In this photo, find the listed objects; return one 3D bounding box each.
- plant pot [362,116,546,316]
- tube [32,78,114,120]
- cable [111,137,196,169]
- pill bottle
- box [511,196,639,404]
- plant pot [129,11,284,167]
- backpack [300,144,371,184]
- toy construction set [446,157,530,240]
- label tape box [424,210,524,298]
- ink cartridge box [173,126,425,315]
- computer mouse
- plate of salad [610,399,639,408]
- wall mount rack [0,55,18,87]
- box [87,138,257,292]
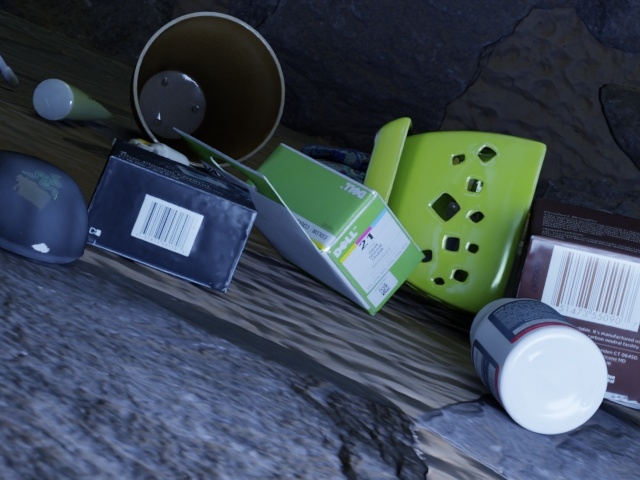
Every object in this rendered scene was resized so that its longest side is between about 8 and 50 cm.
[{"bbox_3d":[0.152,-0.032,1.809,0.207,0.228,0.227,15,-2,5],"label":"plant pot"},{"bbox_3d":[-0.382,-0.211,2.182,0.070,0.062,0.240,63,4,0],"label":"tube"},{"bbox_3d":[-0.143,-0.069,1.833,0.139,0.072,0.287,33,12,28],"label":"cable"},{"bbox_3d":[0.211,0.117,1.439,0.108,0.108,0.180,21,9,-11],"label":"pill bottle"},{"bbox_3d":[0.308,0.065,1.652,0.169,0.167,0.203,12,16,7],"label":"box"},{"bbox_3d":[-0.207,-0.226,2.278,0.237,0.237,0.254,20,-7,-18],"label":"plant pot"},{"bbox_3d":[0.013,-0.084,2.166,0.173,0.116,0.158,7,3,-40],"label":"backpack"},{"bbox_3d":[0.312,-0.032,2.560,0.215,0.151,0.327,46,11,-13],"label":"toy construction set"},{"bbox_3d":[0.206,0.023,2.068,0.334,0.105,0.241,25,8,17],"label":"label tape box"},{"bbox_3d":[-0.022,-0.051,1.606,0.189,0.097,0.255,31,-15,47],"label":"ink cartridge box"},{"bbox_3d":[-0.295,-0.057,1.325,0.189,0.072,0.272,18,9,-35],"label":"computer mouse"},{"bbox_3d":[0.350,0.158,1.774,0.200,0.048,0.200,22,9,-3],"label":"plate of salad"},{"bbox_3d":[-0.632,-0.355,2.231,0.304,0.130,0.350,12,13,-38],"label":"wall mount rack"},{"bbox_3d":[-0.155,-0.028,1.452,0.156,0.093,0.158,21,7,-9],"label":"box"}]
